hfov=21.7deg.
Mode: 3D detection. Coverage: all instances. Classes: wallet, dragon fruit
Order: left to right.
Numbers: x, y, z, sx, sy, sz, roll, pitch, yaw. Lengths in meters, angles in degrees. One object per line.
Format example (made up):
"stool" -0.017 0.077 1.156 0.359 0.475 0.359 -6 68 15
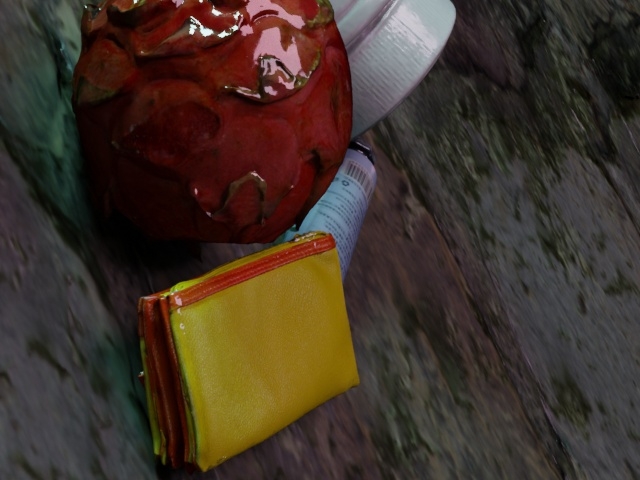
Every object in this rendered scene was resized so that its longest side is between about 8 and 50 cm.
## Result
"dragon fruit" -0.083 -0.115 1.299 0.241 0.241 0.252 -19 84 -59
"wallet" -0.057 0.080 1.297 0.241 0.067 0.141 -21 104 -57

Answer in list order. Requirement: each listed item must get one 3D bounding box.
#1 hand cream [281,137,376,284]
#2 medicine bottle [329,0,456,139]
"hand cream" 0.000 0.000 1.496 0.091 0.058 0.271 56 33 -28
"medicine bottle" -0.042 -0.262 1.529 0.332 0.190 0.190 46 33 -20
